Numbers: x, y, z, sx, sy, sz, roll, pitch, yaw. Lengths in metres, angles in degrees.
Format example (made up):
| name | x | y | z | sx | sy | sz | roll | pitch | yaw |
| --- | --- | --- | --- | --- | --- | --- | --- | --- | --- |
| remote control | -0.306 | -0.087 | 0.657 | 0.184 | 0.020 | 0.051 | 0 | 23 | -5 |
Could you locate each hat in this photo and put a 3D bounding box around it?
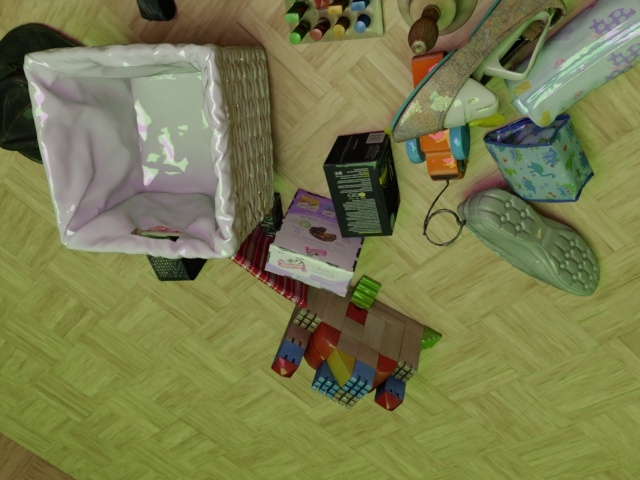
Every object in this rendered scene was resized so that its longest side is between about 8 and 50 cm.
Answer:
| name | x | y | z | sx | sy | sz | roll | pitch | yaw |
| --- | --- | --- | --- | --- | --- | --- | --- | --- | --- |
| hat | -0.569 | -0.249 | 1.162 | 0.331 | 0.134 | 0.331 | 9 | 127 | 12 |

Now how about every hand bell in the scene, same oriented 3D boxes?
| name | x | y | z | sx | sy | sz | roll | pitch | yaw |
| --- | --- | --- | --- | --- | --- | --- | --- | --- | --- |
| hand bell | 0.155 | -0.314 | 0.822 | 0.126 | 0.242 | 0.126 | 8 | 128 | 11 |

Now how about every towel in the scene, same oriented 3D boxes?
| name | x | y | z | sx | sy | sz | roll | pitch | yaw |
| --- | --- | --- | --- | --- | --- | --- | --- | --- | --- |
| towel | -0.132 | 0.015 | 1.206 | 0.274 | 0.199 | 0.031 | 37 | 110 | -13 |

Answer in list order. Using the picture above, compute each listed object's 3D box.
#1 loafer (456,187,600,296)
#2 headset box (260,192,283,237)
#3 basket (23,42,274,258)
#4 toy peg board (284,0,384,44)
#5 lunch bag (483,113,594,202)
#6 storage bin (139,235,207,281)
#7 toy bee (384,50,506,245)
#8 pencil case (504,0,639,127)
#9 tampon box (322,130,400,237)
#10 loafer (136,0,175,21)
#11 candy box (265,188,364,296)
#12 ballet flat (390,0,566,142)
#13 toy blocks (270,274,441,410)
| name | x | y | z | sx | sy | sz | roll | pitch | yaw |
| --- | --- | --- | --- | --- | --- | --- | --- | --- | --- |
| loafer | 0.397 | 0.005 | 1.099 | 0.319 | 0.112 | 0.111 | 35 | 167 | -17 |
| headset box | -0.104 | -0.057 | 1.221 | 0.032 | 0.062 | 0.083 | 5 | 127 | 13 |
| basket | -0.262 | -0.165 | 1.002 | 0.328 | 0.266 | 0.332 | 3 | 109 | 16 |
| toy peg board | 0.009 | -0.386 | 0.918 | 0.160 | 0.079 | 0.161 | 1 | 128 | 17 |
| lunch bag | 0.366 | -0.136 | 0.994 | 0.151 | 0.096 | 0.129 | 2 | 134 | 54 |
| storage bin | -0.325 | -0.009 | 1.288 | 0.084 | 0.122 | 0.180 | -4 | 126 | 20 |
| toy bee | 0.203 | -0.166 | 1.004 | 0.195 | 0.162 | 0.298 | 21 | 110 | 20 |
| pencil case | 0.407 | -0.281 | 0.847 | 0.113 | 0.124 | 0.273 | 42 | 128 | -17 |
| tampon box | 0.083 | -0.103 | 1.088 | 0.101 | 0.120 | 0.161 | -2 | 126 | 20 |
| loafer | -0.307 | -0.451 | 0.979 | 0.061 | 0.062 | 0.170 | 0 | 126 | 23 |
| candy box | 0.000 | 0.000 | 1.145 | 0.164 | 0.196 | 0.070 | 19 | 130 | 3 |
| ballet flat | 0.235 | -0.246 | 0.841 | 0.106 | 0.107 | 0.316 | 41 | 92 | 18 |
| toy blocks | 0.067 | 0.237 | 1.268 | 0.381 | 0.261 | 0.191 | 29 | 130 | -6 |
